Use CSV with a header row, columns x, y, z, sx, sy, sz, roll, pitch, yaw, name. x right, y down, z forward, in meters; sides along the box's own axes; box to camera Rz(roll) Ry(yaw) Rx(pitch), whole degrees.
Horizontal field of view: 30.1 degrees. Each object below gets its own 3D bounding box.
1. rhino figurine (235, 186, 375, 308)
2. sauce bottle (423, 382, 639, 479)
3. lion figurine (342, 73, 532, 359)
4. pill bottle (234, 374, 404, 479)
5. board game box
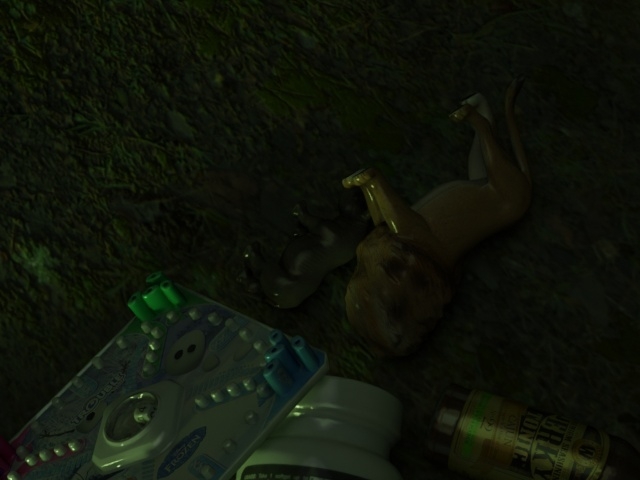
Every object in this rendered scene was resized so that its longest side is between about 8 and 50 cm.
x,y,z,sx,sy,sz,roll,pitch,yaw,name
0.000,0.000,1.643,0.243,0.073,0.106,-41,60,-11,rhino figurine
0.300,0.270,1.433,0.344,0.111,0.111,15,69,17,sauce bottle
0.176,-0.033,1.582,0.392,0.142,0.240,-34,96,-13,lion figurine
-0.010,0.355,1.397,0.210,0.210,0.363,5,65,13,pill bottle
-0.233,0.219,1.470,0.390,0.050,0.390,-46,34,-18,board game box
